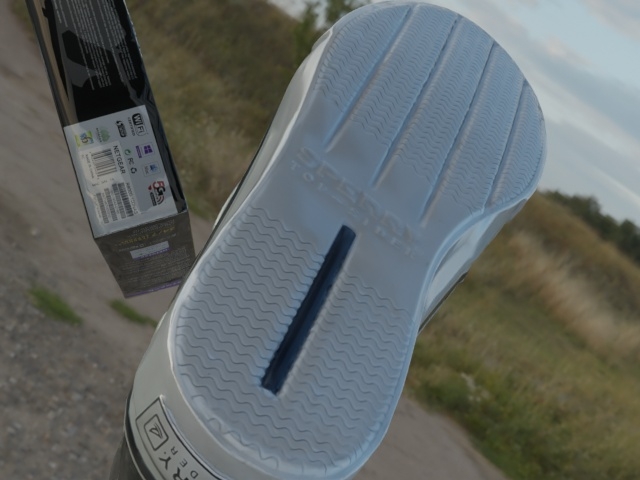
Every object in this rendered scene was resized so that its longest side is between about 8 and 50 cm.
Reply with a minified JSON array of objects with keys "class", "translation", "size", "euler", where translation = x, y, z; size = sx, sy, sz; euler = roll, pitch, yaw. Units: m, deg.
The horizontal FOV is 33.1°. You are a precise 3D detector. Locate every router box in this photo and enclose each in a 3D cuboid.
[{"class":"router box","translation":[-0.191,-0.122,0.969],"size":[0.243,0.081,0.309],"euler":[107,-35,-76]}]

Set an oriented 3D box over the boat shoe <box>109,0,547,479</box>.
[{"class":"boat shoe","translation":[0.000,0.000,0.472],"size":[0.121,0.119,0.335],"euler":[42,41,-3]}]
